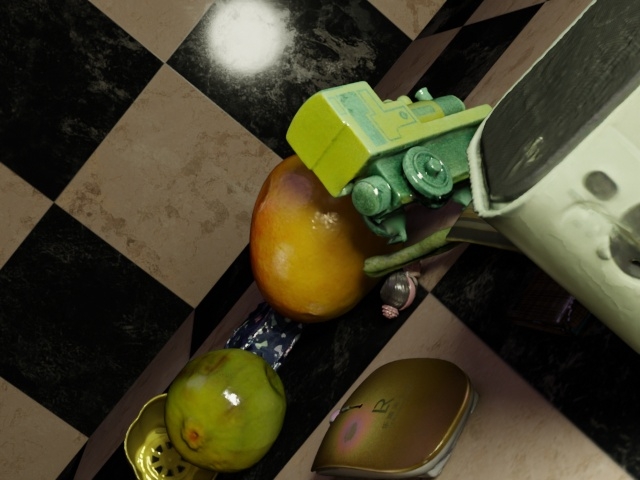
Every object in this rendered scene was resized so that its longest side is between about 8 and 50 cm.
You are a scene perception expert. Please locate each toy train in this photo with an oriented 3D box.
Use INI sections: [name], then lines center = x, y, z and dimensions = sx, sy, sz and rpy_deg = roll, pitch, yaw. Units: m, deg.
[toy train]
center = 0.151, -0.147, 1.314
dimensions = 0.369, 0.237, 0.150
rpy_deg = -22, -19, -44

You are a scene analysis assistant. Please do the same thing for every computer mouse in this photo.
[computer mouse]
center = 0.075, 0.225, 1.040
dimensions = 0.158, 0.072, 0.310
rpy_deg = -54, 11, -25

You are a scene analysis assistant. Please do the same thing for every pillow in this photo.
[pillow]
center = 0.285, -0.070, 1.133
dimensions = 0.212, 0.052, 0.208
rpy_deg = -53, 23, -11

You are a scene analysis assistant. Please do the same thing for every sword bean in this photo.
[sword bean]
center = 0.178, 0.002, 1.279
dimensions = 0.269, 0.043, 0.038
rpy_deg = -25, 35, 31

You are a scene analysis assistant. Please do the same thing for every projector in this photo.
[projector]
center = 0.285, -0.057, 0.640
dimensions = 0.248, 0.249, 0.248
rpy_deg = -46, 12, 23

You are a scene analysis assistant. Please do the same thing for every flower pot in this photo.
[flower pot]
center = -0.284, 0.405, 1.620
dimensions = 0.195, 0.195, 0.179
rpy_deg = -58, 1, -30

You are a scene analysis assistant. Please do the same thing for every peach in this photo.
[peach]
center = -0.004, -0.001, 1.541
dimensions = 0.308, 0.289, 0.289
rpy_deg = -42, 13, 13

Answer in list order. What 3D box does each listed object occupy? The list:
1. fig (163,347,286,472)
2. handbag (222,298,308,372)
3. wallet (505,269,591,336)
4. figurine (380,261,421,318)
[fig]
center = -0.155, 0.275, 1.445
dimensions = 0.207, 0.207, 0.230
rpy_deg = -40, 12, 45
[handbag]
center = -0.119, 0.208, 1.746
dimensions = 0.260, 0.113, 0.162
rpy_deg = -54, 18, -20
[wallet]
center = 0.299, 0.003, 0.927
dimensions = 0.230, 0.042, 0.124
rpy_deg = -55, 14, -11
[figurine]
center = 0.128, 0.068, 1.366
dimensions = 0.072, 0.054, 0.129
rpy_deg = -53, 7, 30
